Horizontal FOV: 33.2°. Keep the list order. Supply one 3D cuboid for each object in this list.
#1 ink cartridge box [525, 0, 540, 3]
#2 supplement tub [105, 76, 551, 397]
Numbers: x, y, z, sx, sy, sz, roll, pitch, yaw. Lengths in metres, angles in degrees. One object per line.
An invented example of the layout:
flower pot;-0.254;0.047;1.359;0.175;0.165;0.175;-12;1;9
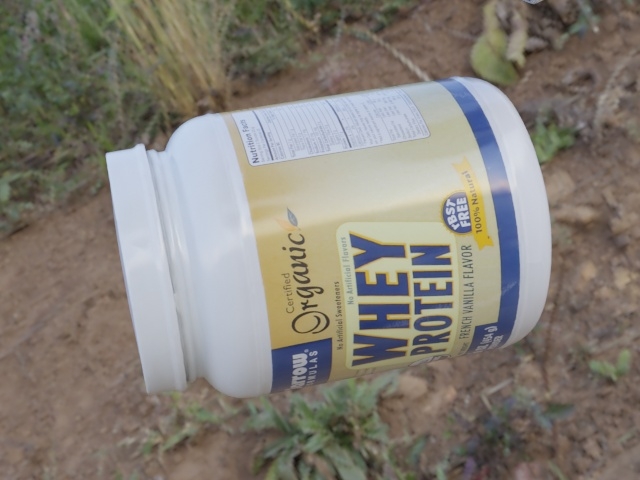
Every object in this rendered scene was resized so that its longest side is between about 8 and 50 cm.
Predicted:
ink cartridge box;0.210;-0.316;0.754;0.278;0.117;0.201;-30;-39;-32
supplement tub;0.000;0.000;0.863;0.316;0.228;0.228;-10;-2;-10
